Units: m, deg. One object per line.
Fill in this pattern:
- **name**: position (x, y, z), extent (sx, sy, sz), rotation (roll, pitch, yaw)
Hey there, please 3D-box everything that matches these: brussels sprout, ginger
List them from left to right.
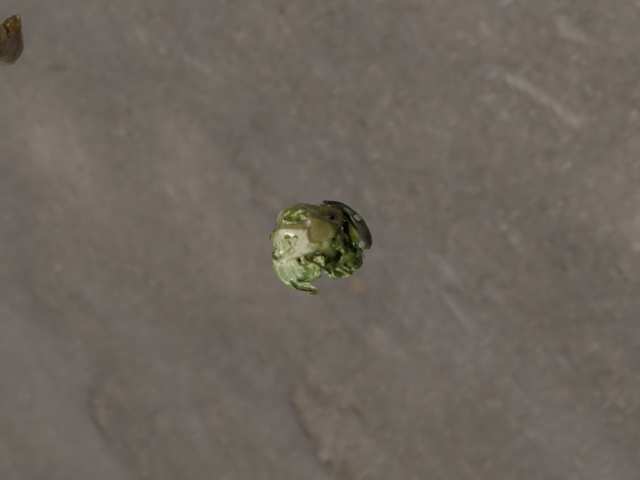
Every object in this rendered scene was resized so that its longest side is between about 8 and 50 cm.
- **ginger**: position (-0.325, -0.193, 1.869), extent (0.044, 0.137, 0.057), rotation (2, 99, 15)
- **brussels sprout**: position (0.000, 0.000, 1.555), extent (0.085, 0.085, 0.058), rotation (48, 157, 12)
